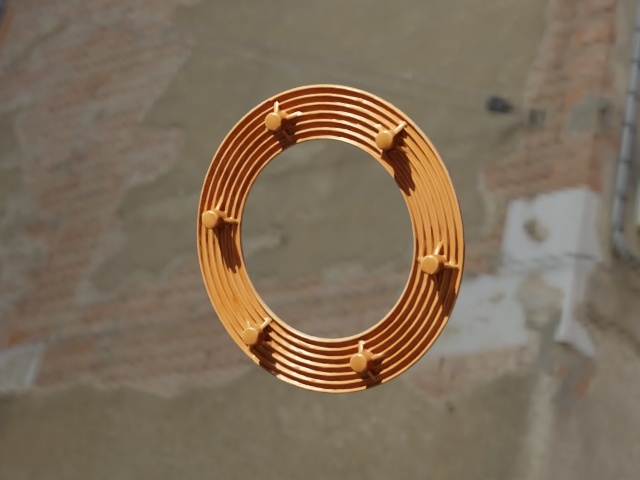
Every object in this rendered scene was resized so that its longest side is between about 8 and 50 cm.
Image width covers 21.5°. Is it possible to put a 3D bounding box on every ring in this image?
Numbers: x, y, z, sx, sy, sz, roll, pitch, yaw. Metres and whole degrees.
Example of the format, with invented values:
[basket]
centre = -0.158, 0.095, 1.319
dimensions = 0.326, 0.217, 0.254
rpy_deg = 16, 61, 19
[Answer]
[ring]
centre = 0.000, 0.000, 1.820
dimensions = 0.336, 0.337, 0.032
rpy_deg = -8, 1, 30
